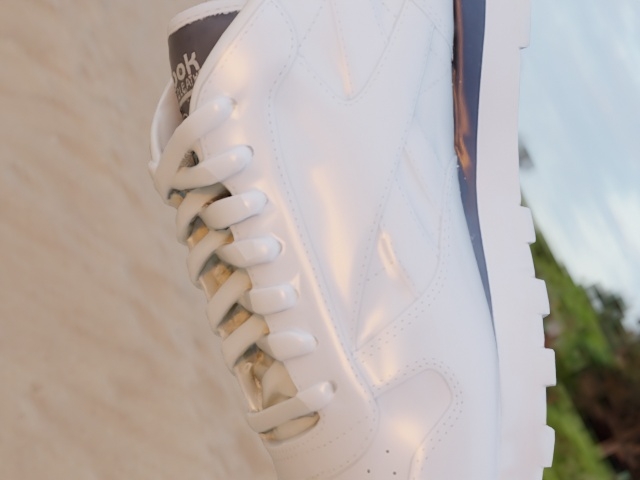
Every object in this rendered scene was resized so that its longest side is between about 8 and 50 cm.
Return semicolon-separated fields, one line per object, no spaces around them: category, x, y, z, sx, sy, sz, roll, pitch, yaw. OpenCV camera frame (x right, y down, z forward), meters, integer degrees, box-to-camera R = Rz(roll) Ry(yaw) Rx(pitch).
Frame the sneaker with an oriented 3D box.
sneaker;0.000;0.000;0.496;0.090;0.095;0.235;-26;-116;54
